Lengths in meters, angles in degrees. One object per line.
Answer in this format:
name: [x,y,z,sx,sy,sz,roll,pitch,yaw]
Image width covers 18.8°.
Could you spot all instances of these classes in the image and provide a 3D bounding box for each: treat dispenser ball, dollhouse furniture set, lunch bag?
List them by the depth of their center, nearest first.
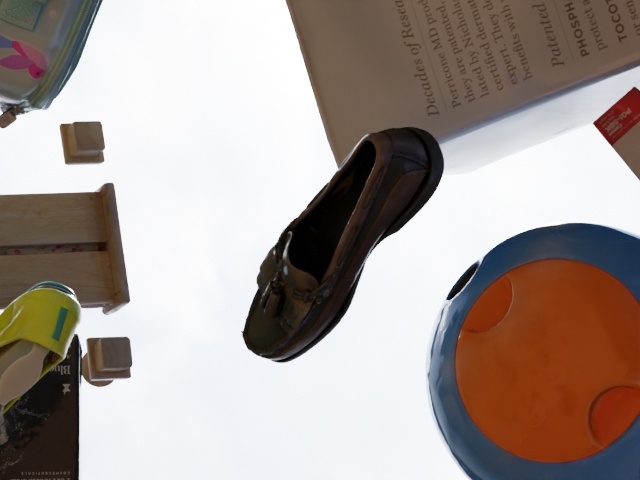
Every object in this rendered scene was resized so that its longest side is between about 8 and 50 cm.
lunch bag: [-0.200,-0.220,1.395,0.224,0.108,0.279,7,-104,68]
treat dispenser ball: [0.243,0.126,1.821,0.288,0.288,0.288,6,-84,63]
dollhouse furniture set: [-0.379,0.060,2.078,0.174,0.303,0.356,-34,-119,59]

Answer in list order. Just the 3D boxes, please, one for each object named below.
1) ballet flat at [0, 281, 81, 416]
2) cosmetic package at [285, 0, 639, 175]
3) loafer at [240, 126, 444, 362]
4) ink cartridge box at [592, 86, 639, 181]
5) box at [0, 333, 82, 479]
ballet flat: [-0.286,0.120,1.684,0.231,0.077,0.077,-40,-143,37]
cosmetic package: [0.209,-0.281,2.059,0.393,0.329,0.327,-21,-97,28]
loafer: [0.000,0.000,1.726,0.267,0.084,0.096,-52,-124,22]
ink cartridge box: [0.329,-0.070,1.823,0.056,0.099,0.135,-41,-114,13]
box: [-0.307,0.172,1.853,0.093,0.156,0.158,119,-30,-77]
